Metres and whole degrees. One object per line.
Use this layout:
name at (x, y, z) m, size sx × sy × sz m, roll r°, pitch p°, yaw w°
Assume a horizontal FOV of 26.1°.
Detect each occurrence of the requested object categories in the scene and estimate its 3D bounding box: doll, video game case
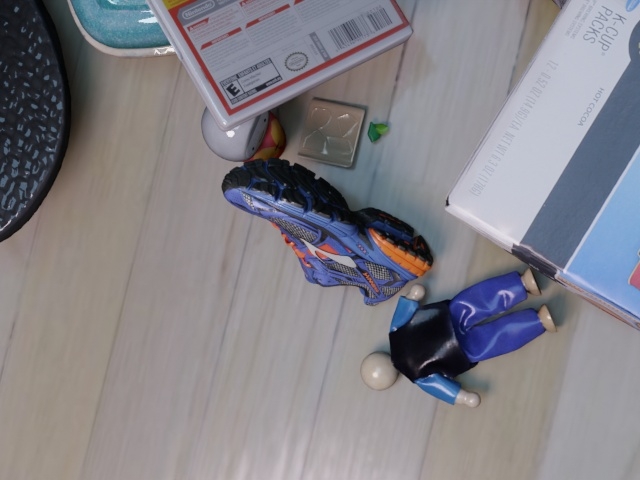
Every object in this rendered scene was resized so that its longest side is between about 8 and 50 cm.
doll at (0.125, 0.096, 1.304) m, size 0.189 × 0.046 × 0.129 m, roll -23°, pitch 81°, yaw 9°
video game case at (-0.071, -0.264, 1.253) m, size 0.204 × 0.025 × 0.285 m, roll -28°, pitch 84°, yaw -17°

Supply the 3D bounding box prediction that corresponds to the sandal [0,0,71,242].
sandal at (-0.329, -0.202, 1.398) m, size 0.167 × 0.107 × 0.446 m, roll -13°, pitch 71°, yaw 12°

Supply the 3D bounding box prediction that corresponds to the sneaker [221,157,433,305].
sneaker at (0.000, 0.000, 1.279) m, size 0.221 × 0.083 × 0.087 m, roll 28°, pitch 112°, yaw -23°

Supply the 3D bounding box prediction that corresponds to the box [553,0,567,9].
box at (0.228, -0.316, 1.206) m, size 0.163 × 0.247 × 0.142 m, roll -43°, pitch 78°, yaw 6°

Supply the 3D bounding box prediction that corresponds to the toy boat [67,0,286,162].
toy boat at (-0.107, -0.221, 1.319) m, size 0.267 × 0.148 × 0.318 m, roll -21°, pitch 82°, yaw 9°

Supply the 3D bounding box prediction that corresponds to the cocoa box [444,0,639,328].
cocoa box at (0.271, -0.053, 1.130) m, size 0.228 × 0.347 × 0.231 m, roll 32°, pitch 93°, yaw 11°

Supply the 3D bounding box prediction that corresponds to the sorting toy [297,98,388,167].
sorting toy at (0.023, -0.102, 1.354) m, size 0.083 × 0.012 × 0.062 m, roll 13°, pitch 84°, yaw 15°
